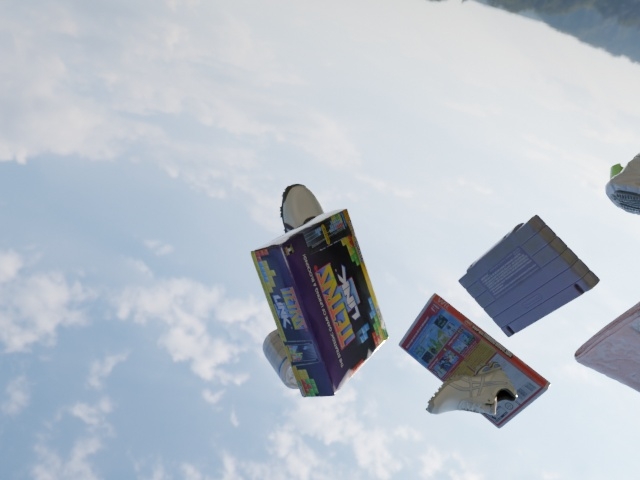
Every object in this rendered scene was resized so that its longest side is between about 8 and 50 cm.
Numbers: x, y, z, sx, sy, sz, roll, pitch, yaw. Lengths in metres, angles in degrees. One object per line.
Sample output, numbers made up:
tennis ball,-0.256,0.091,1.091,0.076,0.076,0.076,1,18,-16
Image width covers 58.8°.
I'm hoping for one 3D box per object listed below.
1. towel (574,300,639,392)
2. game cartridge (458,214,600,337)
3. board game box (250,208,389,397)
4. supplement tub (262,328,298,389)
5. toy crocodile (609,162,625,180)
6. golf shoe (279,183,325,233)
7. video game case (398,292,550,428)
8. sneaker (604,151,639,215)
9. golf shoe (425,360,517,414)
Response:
towel,0.795,0.275,1.263,0.331,0.317,0.053,27,-123,9
game cartridge,0.536,0.102,1.514,0.068,0.355,0.230,-29,-106,-30
board game box,0.006,0.065,0.637,0.048,0.171,0.141,-13,-169,34
supplement tub,-0.055,0.209,1.011,0.070,0.071,0.107,0,-161,-27
toy crocodile,0.698,-0.102,1.007,0.340,0.115,0.105,12,167,45
golf shoe,0.000,0.000,1.203,0.105,0.120,0.273,-17,-94,-28
video game case,0.315,0.261,1.213,0.285,0.204,0.025,39,-129,15
sneaker,0.530,-0.082,0.789,0.232,0.115,0.090,26,167,44
golf shoe,0.278,0.284,1.030,0.176,0.069,0.086,-19,-135,-19
